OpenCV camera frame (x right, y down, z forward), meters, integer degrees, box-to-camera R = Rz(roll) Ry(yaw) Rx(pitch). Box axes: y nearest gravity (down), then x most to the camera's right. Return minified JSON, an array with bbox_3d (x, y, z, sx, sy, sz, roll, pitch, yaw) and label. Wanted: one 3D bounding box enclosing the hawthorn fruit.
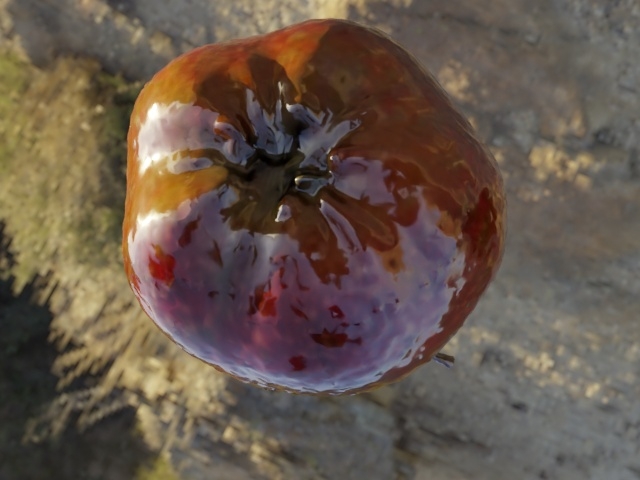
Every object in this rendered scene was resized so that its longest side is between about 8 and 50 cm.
[{"bbox_3d":[0.000,0.000,0.614,0.163,0.162,0.203,21,164,14],"label":"hawthorn fruit"}]
